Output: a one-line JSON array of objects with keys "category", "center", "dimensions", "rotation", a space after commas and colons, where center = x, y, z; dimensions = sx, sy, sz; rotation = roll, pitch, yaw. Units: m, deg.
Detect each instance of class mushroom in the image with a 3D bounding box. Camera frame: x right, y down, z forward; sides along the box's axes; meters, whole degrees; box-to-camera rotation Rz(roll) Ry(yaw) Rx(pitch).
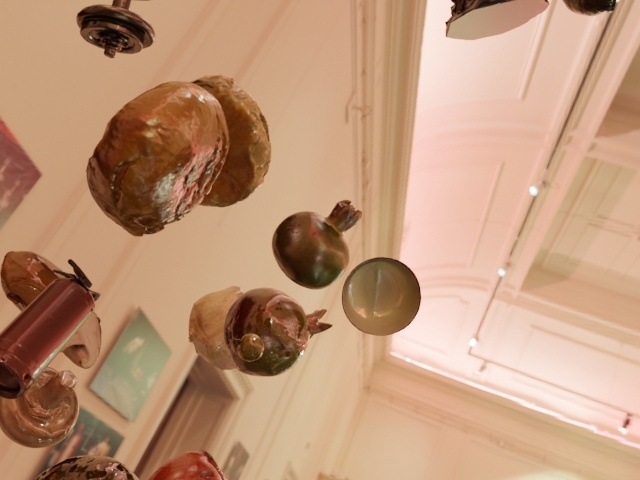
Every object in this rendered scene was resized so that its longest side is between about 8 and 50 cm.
[{"category": "mushroom", "center": [-0.798, 0.265, 2.007], "dimensions": [0.151, 0.156, 0.286], "rotation": [0, -66, 43]}, {"category": "mushroom", "center": [-0.675, 0.393, 1.575], "dimensions": [0.215, 0.207, 0.207], "rotation": [-37, -60, 23]}]

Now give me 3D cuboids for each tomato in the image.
[{"category": "tomato", "center": [-0.376, 0.676, 1.664], "dimensions": [0.308, 0.309, 0.170], "rotation": [8, -48, 32]}]

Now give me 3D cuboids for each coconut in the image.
[{"category": "coconut", "center": [-0.354, 0.325, 2.351], "dimensions": [0.297, 0.254, 0.297], "rotation": [60, -8, 14]}]

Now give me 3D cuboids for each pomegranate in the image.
[{"category": "pomegranate", "center": [0.001, 0.015, 1.391], "dimensions": [0.210, 0.179, 0.179], "rotation": [-16, -42, 17]}, {"category": "pomegranate", "center": [-0.139, 0.293, 1.950], "dimensions": [0.323, 0.291, 0.290], "rotation": [24, -21, -36]}]

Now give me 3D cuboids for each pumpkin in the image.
[{"category": "pumpkin", "center": [-0.474, 0.571, 1.332], "dimensions": [0.324, 0.232, 0.242], "rotation": [16, -21, 5]}, {"category": "pumpkin", "center": [0.602, -0.576, 1.450], "dimensions": [0.107, 0.183, 0.119], "rotation": [0, -60, 10]}]

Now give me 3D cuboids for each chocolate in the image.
[{"category": "chocolate", "center": [0.375, -0.568, 1.416], "dimensions": [0.224, 0.177, 0.206], "rotation": [-10, -3, 5]}]

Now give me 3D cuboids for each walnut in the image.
[{"category": "walnut", "center": [-0.638, 0.123, 1.480], "dimensions": [0.137, 0.137, 0.245], "rotation": [-7, -52, 48]}]

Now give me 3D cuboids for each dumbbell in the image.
[{"category": "dumbbell", "center": [-0.488, -0.588, 1.576], "dimensions": [0.192, 0.290, 0.192], "rotation": [8, -10, 1]}]

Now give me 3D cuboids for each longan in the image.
[{"category": "longan", "center": [-0.186, 0.272, 1.645], "dimensions": [0.083, 0.075, 0.075], "rotation": [25, -26, -5]}]

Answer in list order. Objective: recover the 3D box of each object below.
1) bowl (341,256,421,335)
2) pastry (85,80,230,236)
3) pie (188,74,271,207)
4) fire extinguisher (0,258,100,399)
[{"category": "bowl", "center": [0.176, 0.157, 1.925], "dimensions": [0.237, 0.238, 0.126], "rotation": [29, 6, -6]}, {"category": "pastry", "center": [-0.321, -0.163, 1.313], "dimensions": [0.164, 0.356, 0.356], "rotation": [40, -24, 12]}, {"category": "pie", "center": [-0.272, -0.233, 1.567], "dimensions": [0.339, 0.083, 0.340], "rotation": [6, -64, 13]}, {"category": "fire extinguisher", "center": [-0.468, 0.137, 1.093], "dimensions": [0.104, 0.269, 0.105], "rotation": [9, -54, 13]}]
